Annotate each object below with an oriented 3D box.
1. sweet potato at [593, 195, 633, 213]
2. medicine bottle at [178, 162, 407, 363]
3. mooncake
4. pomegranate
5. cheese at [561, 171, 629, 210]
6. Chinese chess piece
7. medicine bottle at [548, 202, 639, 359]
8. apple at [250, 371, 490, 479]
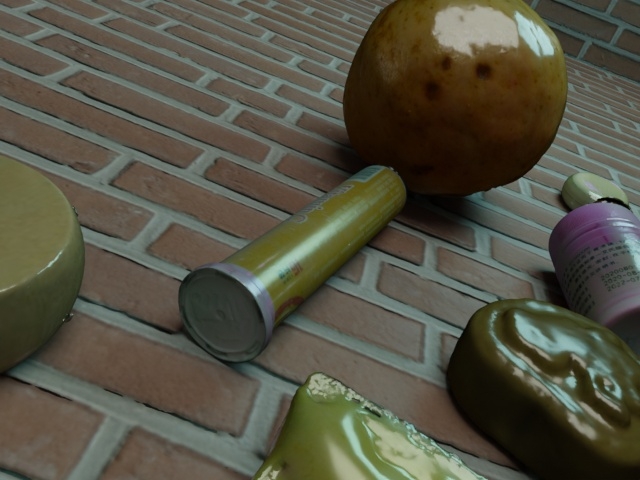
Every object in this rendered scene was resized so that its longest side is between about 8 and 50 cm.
[{"bbox_3d":[0.598,0.045,1.054,0.310,0.098,0.124,39,46,8],"label":"sweet potato"},{"bbox_3d":[0.000,0.000,0.764,0.108,0.108,0.426,32,33,15],"label":"medicine bottle"},{"bbox_3d":[0.279,0.161,0.686,0.235,0.117,0.234,12,34,-9],"label":"mooncake"},{"bbox_3d":[0.222,-0.278,1.025,0.410,0.410,0.410,15,34,-10],"label":"pomegranate"},{"bbox_3d":[0.563,-0.073,1.228,0.137,0.064,0.227,25,32,12],"label":"cheese"},{"bbox_3d":[-0.355,0.015,0.540,0.273,0.102,0.273,14,34,-9],"label":"Chinese chess piece"},{"bbox_3d":[0.436,0.068,0.873,0.152,0.152,0.254,18,33,-6],"label":"medicine bottle"},{"bbox_3d":[0.050,0.246,0.432,0.265,0.120,0.193,30,47,17],"label":"apple"}]
